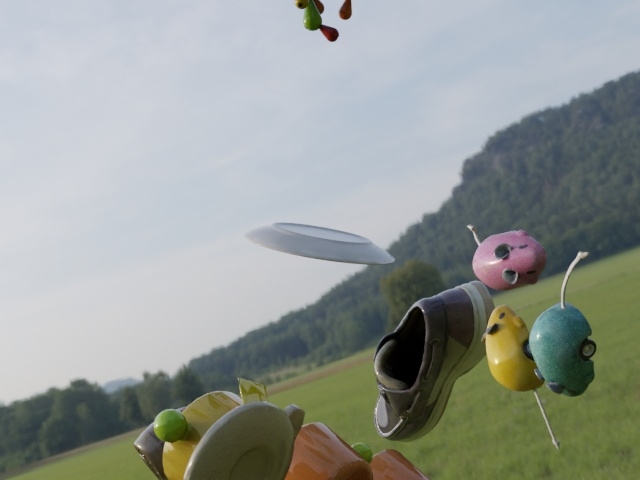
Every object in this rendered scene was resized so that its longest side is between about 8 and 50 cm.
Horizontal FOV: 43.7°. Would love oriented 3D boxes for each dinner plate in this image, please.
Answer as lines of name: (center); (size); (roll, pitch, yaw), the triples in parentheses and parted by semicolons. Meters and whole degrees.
dinner plate: (0.000, 0.000, 0.734); (0.141, 0.017, 0.141); (11, 7, -1)

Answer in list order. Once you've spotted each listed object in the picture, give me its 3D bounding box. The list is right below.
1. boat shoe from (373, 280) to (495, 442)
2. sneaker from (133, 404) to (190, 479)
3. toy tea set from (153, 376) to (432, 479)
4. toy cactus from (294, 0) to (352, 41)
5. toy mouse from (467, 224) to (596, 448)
boat shoe: (0.105, 0.144, 0.915); (0.092, 0.103, 0.285); (2, -37, -18)
sneaker: (-0.129, 0.203, 0.767); (0.071, 0.066, 0.188); (-38, -11, -19)
toy tea set: (-0.044, 0.213, 0.610); (0.124, 0.200, 0.336); (22, -7, 42)
toy cactus: (-0.006, -0.419, 1.168); (0.180, 0.219, 0.112); (22, 15, 5)
toy mouse: (0.131, 0.045, 0.508); (0.031, 0.161, 0.143); (-15, -24, -14)
